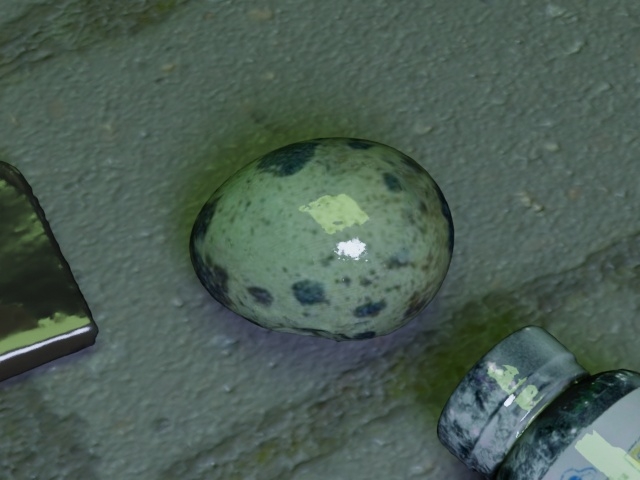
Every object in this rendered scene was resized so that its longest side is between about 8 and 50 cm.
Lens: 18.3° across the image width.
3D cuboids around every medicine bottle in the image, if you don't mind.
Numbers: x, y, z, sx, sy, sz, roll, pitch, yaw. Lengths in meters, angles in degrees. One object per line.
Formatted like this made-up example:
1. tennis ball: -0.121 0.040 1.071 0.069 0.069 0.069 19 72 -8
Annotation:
1. medicine bottle: 0.207 0.180 1.235 0.141 0.141 0.293 -39 65 -22

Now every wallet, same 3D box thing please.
1. wallet: -0.323 0.063 1.368 0.309 0.042 0.165 -24 62 -13

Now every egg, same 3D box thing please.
1. egg: 0.000 0.000 1.350 0.181 0.141 0.141 -2 57 8
